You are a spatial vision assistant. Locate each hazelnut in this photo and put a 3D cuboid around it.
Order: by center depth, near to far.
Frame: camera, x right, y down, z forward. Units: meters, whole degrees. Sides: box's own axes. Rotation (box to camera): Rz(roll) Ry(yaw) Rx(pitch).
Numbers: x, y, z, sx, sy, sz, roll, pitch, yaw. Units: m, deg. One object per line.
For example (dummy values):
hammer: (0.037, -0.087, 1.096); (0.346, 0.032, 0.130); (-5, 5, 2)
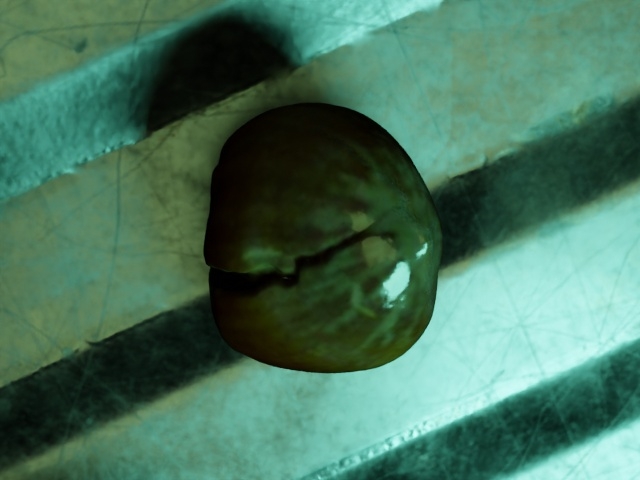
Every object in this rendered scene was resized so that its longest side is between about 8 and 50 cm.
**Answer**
hazelnut: (-0.003, 0.001, 1.199); (0.181, 0.181, 0.212); (-13, 102, -4)
